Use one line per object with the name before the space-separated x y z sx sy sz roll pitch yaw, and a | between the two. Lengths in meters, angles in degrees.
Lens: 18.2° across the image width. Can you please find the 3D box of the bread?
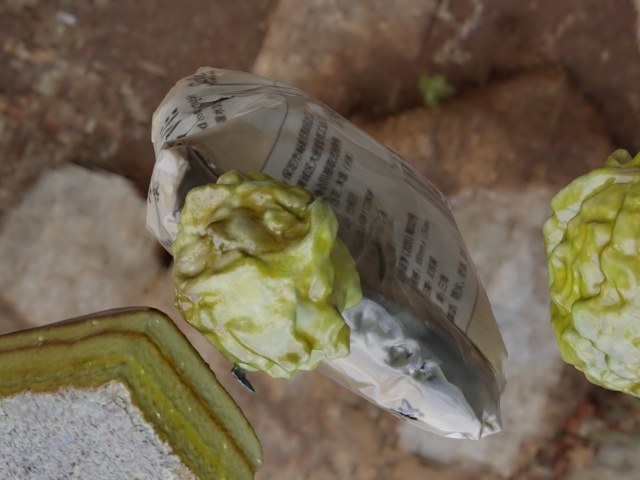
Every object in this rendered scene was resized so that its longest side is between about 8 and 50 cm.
bread | -0.182 0.151 1.645 0.234 0.110 0.184 -12 126 37

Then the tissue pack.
tissue pack | 0.000 0.000 1.850 0.390 0.195 0.375 38 -170 -15

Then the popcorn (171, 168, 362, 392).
popcorn | -0.041 0.034 1.553 0.173 0.142 0.173 60 176 8

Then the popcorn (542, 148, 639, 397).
popcorn | 0.298 0.022 1.638 0.212 0.259 0.259 61 177 22
